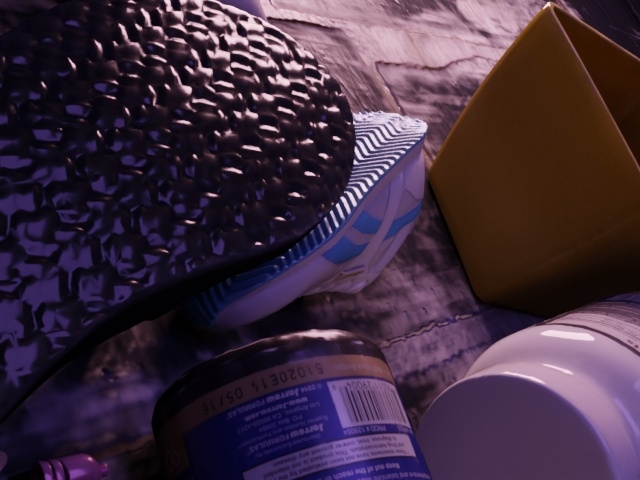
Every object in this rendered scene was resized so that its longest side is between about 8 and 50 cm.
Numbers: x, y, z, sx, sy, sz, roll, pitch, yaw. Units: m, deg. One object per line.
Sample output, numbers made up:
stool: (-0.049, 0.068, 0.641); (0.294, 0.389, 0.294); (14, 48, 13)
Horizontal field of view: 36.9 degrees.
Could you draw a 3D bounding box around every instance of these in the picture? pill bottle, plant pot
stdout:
pill bottle: (0.188, 0.128, 0.658); (0.278, 0.162, 0.162); (-9, 65, -54)
pill bottle: (0.006, 0.161, 0.435); (0.123, 0.123, 0.219); (12, 49, -45)
plant pot: (0.224, -0.042, 0.847); (0.212, 0.187, 0.212); (14, 48, -43)

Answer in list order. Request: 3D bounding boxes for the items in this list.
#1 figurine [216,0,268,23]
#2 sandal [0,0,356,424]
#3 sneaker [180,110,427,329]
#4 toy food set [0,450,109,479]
figurine: (-0.128, -0.254, 0.725); (0.209, 0.092, 0.214); (21, 44, -45)
sandal: (-0.143, -0.002, 0.454); (0.167, 0.107, 0.446); (52, 45, -1)
sneaker: (0.000, 0.000, 0.616); (0.087, 0.092, 0.229); (20, 39, 32)
toy food set: (-0.095, 0.119, 0.392); (0.122, 0.019, 0.078); (23, 24, 6)
